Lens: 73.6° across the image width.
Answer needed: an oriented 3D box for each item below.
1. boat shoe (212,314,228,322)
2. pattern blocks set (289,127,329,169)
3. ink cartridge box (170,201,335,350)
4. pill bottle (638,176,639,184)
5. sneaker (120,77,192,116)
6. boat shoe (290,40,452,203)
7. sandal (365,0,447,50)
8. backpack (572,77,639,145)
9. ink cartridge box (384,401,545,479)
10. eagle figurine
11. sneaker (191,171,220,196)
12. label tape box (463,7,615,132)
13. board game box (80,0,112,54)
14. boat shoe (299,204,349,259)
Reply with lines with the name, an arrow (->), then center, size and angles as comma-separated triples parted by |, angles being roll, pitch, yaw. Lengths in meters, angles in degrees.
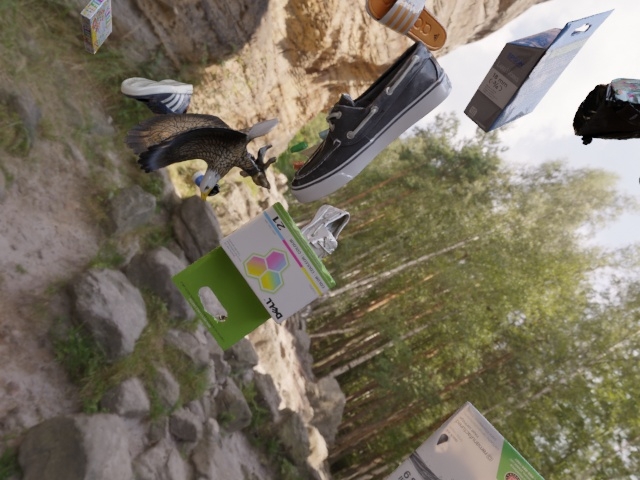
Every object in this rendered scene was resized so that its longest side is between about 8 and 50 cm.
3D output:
boat shoe -> -0.245, 0.235, 1.143 | 0.219, 0.070, 0.077 | 163, -85, -72
pattern blocks set -> 0.031, -0.310, 1.530 | 0.325, 0.286, 0.026 | 3, 68, -56
ink cartridge box -> -0.130, 0.076, 0.802 | 0.188, 0.255, 0.097 | 56, -4, -5
pill bottle -> 1.010, -0.190, 1.256 | 0.067, 0.120, 0.066 | 161, -90, -90
sneaker -> -0.551, -0.472, 1.478 | 0.350, 0.131, 0.147 | -50, 155, -67
boat shoe -> 0.055, -0.181, 0.668 | 0.102, 0.301, 0.108 | 45, 18, -27
sandal -> 0.239, -0.566, 1.086 | 0.101, 0.266, 0.076 | -61, -149, 22
backpack -> 0.690, -0.294, 0.963 | 0.152, 0.182, 0.115 | 83, 10, -71
ink cartridge box -> 0.289, 0.524, 0.893 | 0.211, 0.289, 0.121 | 45, -4, 38
eagle figurine -> -0.248, -0.199, 0.943 | 0.299, 0.226, 0.224 | 23, 54, -35
sneaker -> -0.379, -0.182, 1.473 | 0.084, 0.058, 0.152 | 46, -1, 8
label tape box -> 0.570, -0.474, 1.150 | 0.105, 0.241, 0.333 | 52, -31, 20
board game box -> -0.623, -0.608, 1.195 | 0.026, 0.103, 0.154 | 28, -22, -16
boat shoe -> 0.000, 0.000, 1.200 | 0.096, 0.277, 0.098 | 10, -40, 28
